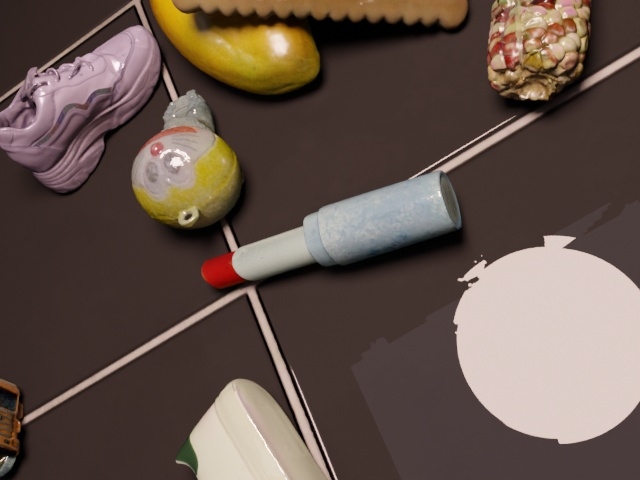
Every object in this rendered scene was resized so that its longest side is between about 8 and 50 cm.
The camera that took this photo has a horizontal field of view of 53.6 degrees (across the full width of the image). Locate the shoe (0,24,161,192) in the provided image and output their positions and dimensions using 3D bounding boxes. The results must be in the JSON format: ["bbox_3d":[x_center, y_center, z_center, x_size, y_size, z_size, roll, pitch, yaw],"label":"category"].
[{"bbox_3d":[-0.310,-0.186,0.800,0.095,0.137,0.245,34,87,26],"label":"shoe"}]

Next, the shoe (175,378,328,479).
[{"bbox_3d":[-0.039,0.252,0.549,0.110,0.095,0.265,-42,55,11],"label":"shoe"}]

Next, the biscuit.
[{"bbox_3d":[0.004,-0.336,0.700,0.325,0.044,0.216,4,70,-2],"label":"biscuit"}]

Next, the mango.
[{"bbox_3d":[-0.109,-0.291,0.769,0.177,0.119,0.316,-37,69,3],"label":"mango"}]

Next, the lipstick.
[{"bbox_3d":[0.000,0.000,0.635,0.274,0.068,0.061,-18,72,24],"label":"lipstick"}]

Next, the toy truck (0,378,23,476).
[{"bbox_3d":[-0.470,0.227,0.739,0.257,0.108,0.140,-27,49,16],"label":"toy truck"}]

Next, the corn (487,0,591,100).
[{"bbox_3d":[0.221,-0.263,0.627,0.092,0.092,0.280,3,67,25],"label":"corn"}]

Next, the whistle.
[{"bbox_3d":[-0.156,-0.102,0.720,0.123,0.123,0.223,-24,49,14],"label":"whistle"}]
